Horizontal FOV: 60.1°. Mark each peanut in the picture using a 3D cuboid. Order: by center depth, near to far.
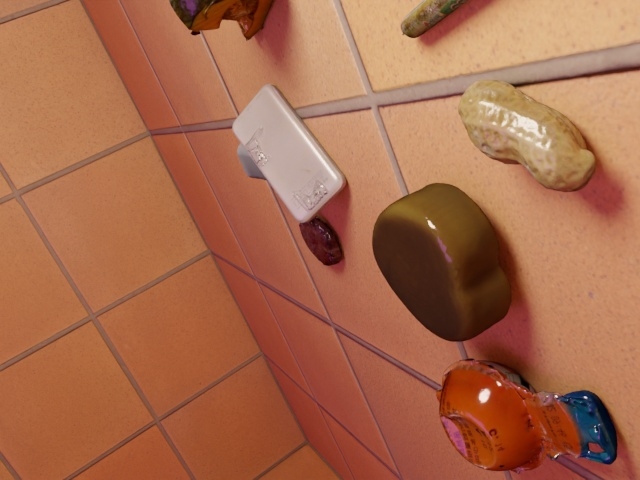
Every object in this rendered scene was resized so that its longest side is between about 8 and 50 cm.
[{"bbox_3d":[0.220,-0.113,0.602,0.174,0.080,0.080,47,157,32],"label":"peanut"}]

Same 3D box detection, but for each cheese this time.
[{"bbox_3d":[0.310,0.288,0.895,0.329,0.129,0.217,-22,95,58],"label":"cheese"}]

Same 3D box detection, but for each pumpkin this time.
[{"bbox_3d":[-0.190,-0.434,0.971,0.139,0.190,0.280,59,161,-3],"label":"pumpkin"}]

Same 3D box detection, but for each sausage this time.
[{"bbox_3d":[0.156,-0.275,0.592,0.033,0.033,0.269,62,160,-8],"label":"sausage"}]

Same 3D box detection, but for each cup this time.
[{"bbox_3d":[-0.119,-0.180,1.307,0.129,0.095,0.128,25,142,55],"label":"cup"}]

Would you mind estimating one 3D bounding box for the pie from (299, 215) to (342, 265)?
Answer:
[{"bbox_3d":[0.000,0.000,1.361,0.154,0.036,0.154,49,158,28],"label":"pie"}]

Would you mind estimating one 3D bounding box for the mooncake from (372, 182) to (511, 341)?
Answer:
[{"bbox_3d":[0.179,0.028,0.844,0.235,0.117,0.235,52,160,28],"label":"mooncake"}]

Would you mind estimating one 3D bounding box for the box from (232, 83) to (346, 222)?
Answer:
[{"bbox_3d":[-0.072,-0.183,1.163,0.142,0.044,0.285,-43,73,28],"label":"box"}]
